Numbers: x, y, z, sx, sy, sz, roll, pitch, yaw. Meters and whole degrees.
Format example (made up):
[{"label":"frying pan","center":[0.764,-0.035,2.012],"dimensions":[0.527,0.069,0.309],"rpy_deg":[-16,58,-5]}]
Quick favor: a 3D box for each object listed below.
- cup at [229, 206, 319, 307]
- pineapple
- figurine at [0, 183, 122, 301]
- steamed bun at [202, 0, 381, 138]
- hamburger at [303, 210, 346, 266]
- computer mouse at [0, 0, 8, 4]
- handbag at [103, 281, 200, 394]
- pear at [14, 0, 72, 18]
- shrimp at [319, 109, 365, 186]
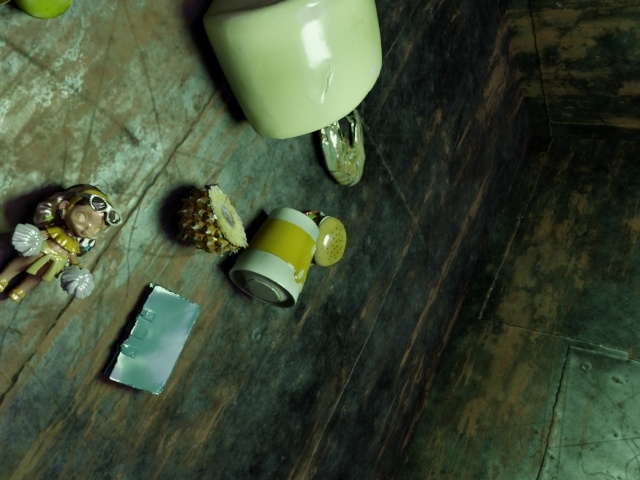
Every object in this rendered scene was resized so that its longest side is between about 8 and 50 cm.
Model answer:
[{"label":"cup","center":[-0.107,0.058,1.406],"dimensions":[0.241,0.185,0.226],"rpy_deg":[77,33,-58]},{"label":"pineapple","center":[-0.266,-0.031,1.199],"dimensions":[0.176,0.136,0.162],"rpy_deg":[42,27,-63]},{"label":"figurine","center":[-0.466,0.005,0.943],"dimensions":[0.240,0.115,0.175],"rpy_deg":[-56,136,-19]},{"label":"steamed bun","center":[-0.019,-0.473,1.263],"dimensions":[0.456,0.289,0.371],"rpy_deg":[-53,138,-30]},{"label":"hamburger","center":[0.002,-0.001,1.552],"dimensions":[0.175,0.136,0.176],"rpy_deg":[-23,118,-52]},{"label":"computer mouse","center":[-0.525,-0.490,0.735],"dimensions":[0.158,0.072,0.311],"rpy_deg":[-15,114,-25]},{"label":"handbag","center":[-0.370,0.217,1.184],"dimensions":[0.144,0.057,0.221],"rpy_deg":[43,65,-45]},{"label":"pear","center":[-0.452,-0.404,0.870],"dimensions":[0.092,0.096,0.092],"rpy_deg":[16,90,-87]},{"label":"shrimp","center":[0.065,-0.320,1.606],"dimensions":[0.360,0.085,0.247],"rpy_deg":[60,44,-47]}]
